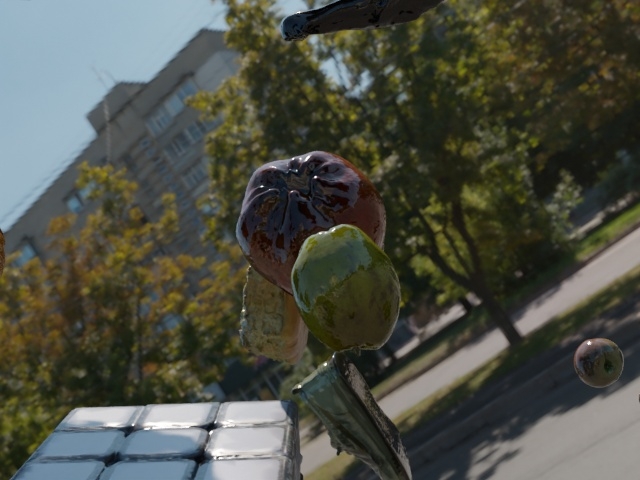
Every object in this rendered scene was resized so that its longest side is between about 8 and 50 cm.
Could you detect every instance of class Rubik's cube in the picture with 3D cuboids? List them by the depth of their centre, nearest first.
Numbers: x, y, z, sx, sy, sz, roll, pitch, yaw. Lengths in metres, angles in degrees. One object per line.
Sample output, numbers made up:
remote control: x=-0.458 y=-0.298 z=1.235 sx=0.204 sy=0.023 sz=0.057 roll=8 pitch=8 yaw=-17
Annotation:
Rubik's cube: x=-0.167 y=0.367 z=1.011 sx=0.301 sy=0.305 sz=0.304 roll=-3 pitch=9 yaw=2

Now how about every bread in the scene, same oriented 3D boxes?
bread: x=-0.076 y=0.126 z=1.610 sx=0.121 sy=0.174 sz=0.245 roll=8 pitch=-22 yaw=8

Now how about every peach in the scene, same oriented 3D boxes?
peach: x=0.453 y=0.199 z=1.456 sx=0.083 sy=0.083 sz=0.083 roll=-34 pitch=-6 yaw=-4

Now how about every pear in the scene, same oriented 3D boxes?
pear: x=0.025 y=0.050 z=0.886 sx=0.107 sy=0.131 sz=0.107 roll=-13 pitch=-13 yaw=-3

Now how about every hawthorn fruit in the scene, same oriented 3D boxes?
hawthorn fruit: x=0.000 y=0.000 z=1.330 sx=0.224 sy=0.224 sz=0.260 roll=-34 pitch=-49 yaw=-4

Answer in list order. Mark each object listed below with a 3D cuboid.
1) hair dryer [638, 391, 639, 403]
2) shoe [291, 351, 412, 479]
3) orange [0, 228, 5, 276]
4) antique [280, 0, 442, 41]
hair dryer: x=0.697 y=0.218 z=1.544 sx=0.362 sy=0.128 sz=0.203 roll=-26 pitch=21 yaw=-9
shoe: x=0.060 y=0.300 z=1.391 sx=0.098 sy=0.274 sz=0.103 roll=-29 pitch=16 yaw=15
orange: x=-0.677 y=0.037 z=1.391 sx=0.341 sy=0.340 sz=0.293 roll=-37 pitch=-43 yaw=20
antique: x=0.049 y=-0.400 z=1.025 sx=0.255 sy=0.322 sz=0.185 roll=-6 pitch=-4 yaw=-8
